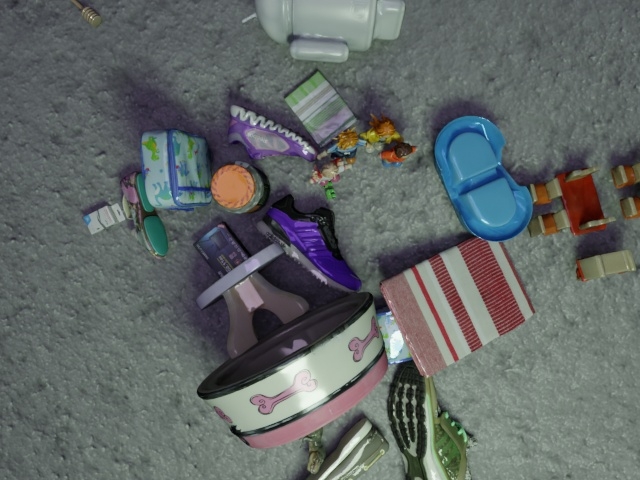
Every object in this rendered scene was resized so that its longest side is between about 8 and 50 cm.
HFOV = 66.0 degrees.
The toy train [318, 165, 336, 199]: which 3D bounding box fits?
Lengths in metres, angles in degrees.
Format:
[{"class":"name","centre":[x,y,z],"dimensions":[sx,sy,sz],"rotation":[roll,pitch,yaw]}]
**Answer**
[{"class":"toy train","centre":[0.015,-0.139,1.200],"dimensions":[0.023,0.017,0.083],"rotation":[-18,92,14]}]

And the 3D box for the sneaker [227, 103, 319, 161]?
[{"class":"sneaker","centre":[-0.120,-0.231,1.167],"dimensions":[0.236,0.095,0.105],"rotation":[25,101,5]}]

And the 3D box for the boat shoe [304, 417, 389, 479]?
[{"class":"boat shoe","centre":[0.039,0.574,1.197],"dimensions":[0.091,0.109,0.305],"rotation":[43,90,4]}]

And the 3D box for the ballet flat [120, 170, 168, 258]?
[{"class":"ballet flat","centre":[-0.434,-0.056,1.199],"dimensions":[0.079,0.077,0.222],"rotation":[-18,88,21]}]

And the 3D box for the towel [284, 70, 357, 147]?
[{"class":"towel","centre":[0.000,-0.315,1.190],"dimensions":[0.113,0.023,0.152],"rotation":[-38,89,1]}]

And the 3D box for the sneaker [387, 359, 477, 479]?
[{"class":"sneaker","centre":[0.288,0.479,1.194],"dimensions":[0.182,0.158,0.410],"rotation":[-11,92,-28]}]

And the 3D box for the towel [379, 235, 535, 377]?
[{"class":"towel","centre":[0.321,0.138,1.147],"dimensions":[0.329,0.037,0.237],"rotation":[-24,88,-16]}]

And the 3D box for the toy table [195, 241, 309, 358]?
[{"class":"toy table","centre":[-0.152,0.139,1.119],"dimensions":[0.274,0.252,0.161],"rotation":[-35,87,47]}]

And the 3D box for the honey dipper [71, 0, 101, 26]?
[{"class":"honey dipper","centre":[-0.596,-0.580,1.187],"dimensions":[0.160,0.030,0.030],"rotation":[43,94,1]}]

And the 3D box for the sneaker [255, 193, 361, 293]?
[{"class":"sneaker","centre":[0.000,0.000,1.166],"dimensions":[0.293,0.102,0.146],"rotation":[38,93,-1]}]

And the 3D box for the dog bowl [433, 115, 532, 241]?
[{"class":"dog bowl","centre":[0.366,-0.137,1.144],"dimensions":[0.166,0.074,0.297],"rotation":[-24,86,-4]}]

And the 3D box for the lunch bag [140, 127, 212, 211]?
[{"class":"lunch bag","centre":[-0.314,-0.154,1.109],"dimensions":[0.090,0.219,0.176],"rotation":[-2,93,8]}]

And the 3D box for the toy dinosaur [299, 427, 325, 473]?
[{"class":"toy dinosaur","centre":[-0.049,0.426,1.216],"dimensions":[0.118,0.064,0.268],"rotation":[-3,83,7]}]

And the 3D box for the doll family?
[{"class":"doll family","centre":[0.087,-0.212,1.110],"dimensions":[0.263,0.163,0.118],"rotation":[-17,89,-4]}]

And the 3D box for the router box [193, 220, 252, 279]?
[{"class":"router box","centre":[-0.237,0.028,1.207],"dimensions":[0.092,0.038,0.122],"rotation":[-38,92,4]}]

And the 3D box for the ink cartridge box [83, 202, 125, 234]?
[{"class":"ink cartridge box","centre":[-0.533,-0.055,1.217],"dimensions":[0.083,0.028,0.048],"rotation":[-26,93,3]}]

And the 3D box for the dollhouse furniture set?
[{"class":"dollhouse furniture set","centre":[0.623,-0.040,1.150],"dimensions":[0.262,0.135,0.259],"rotation":[-12,82,2]}]

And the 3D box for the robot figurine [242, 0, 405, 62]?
[{"class":"robot figurine","centre":[0.007,-0.529,1.084],"dimensions":[0.353,0.200,0.300],"rotation":[4,74,1]}]

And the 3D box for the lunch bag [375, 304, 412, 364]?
[{"class":"lunch bag","centre":[0.165,0.223,1.177],"dimensions":[0.151,0.096,0.129],"rotation":[-15,93,-7]}]

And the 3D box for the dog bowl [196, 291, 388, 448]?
[{"class":"dog bowl","centre":[-0.040,0.268,1.030],"dimensions":[0.408,0.408,0.150],"rotation":[-28,91,3]}]

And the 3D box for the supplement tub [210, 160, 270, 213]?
[{"class":"supplement tub","centre":[-0.180,-0.119,1.120],"dimensions":[0.117,0.190,0.117],"rotation":[0,93,2]}]
